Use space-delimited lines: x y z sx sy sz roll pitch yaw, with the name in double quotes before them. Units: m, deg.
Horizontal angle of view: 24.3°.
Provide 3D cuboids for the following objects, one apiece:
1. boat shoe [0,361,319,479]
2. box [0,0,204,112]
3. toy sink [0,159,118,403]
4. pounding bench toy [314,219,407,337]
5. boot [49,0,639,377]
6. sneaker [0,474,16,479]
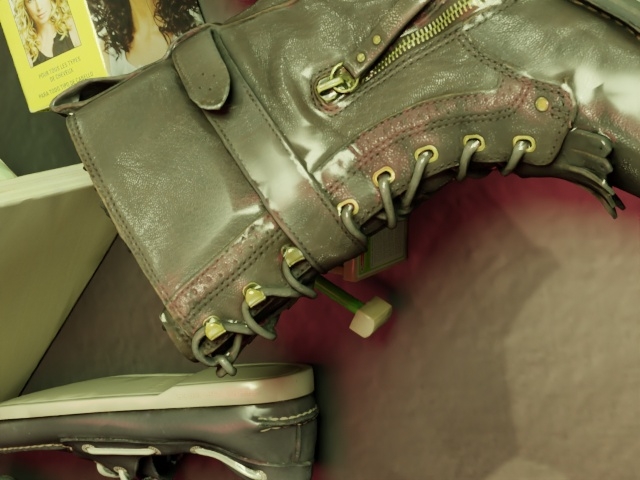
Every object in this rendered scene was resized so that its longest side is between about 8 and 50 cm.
"boat shoe" -0.094 0.103 0.757 0.206 0.075 0.065 -8 94 27
"box" -0.128 -0.182 0.708 0.058 0.087 0.232 -18 93 34
"toy sink" -0.225 0.019 0.770 0.131 0.152 0.234 44 119 16
"pounding bench toy" 0.000 0.000 0.691 0.065 0.052 0.083 7 105 29
"boot" 0.034 -0.024 0.603 0.229 0.091 0.263 -42 68 7
"sneaker" -0.191 0.204 0.854 0.076 0.065 0.166 43 116 34
